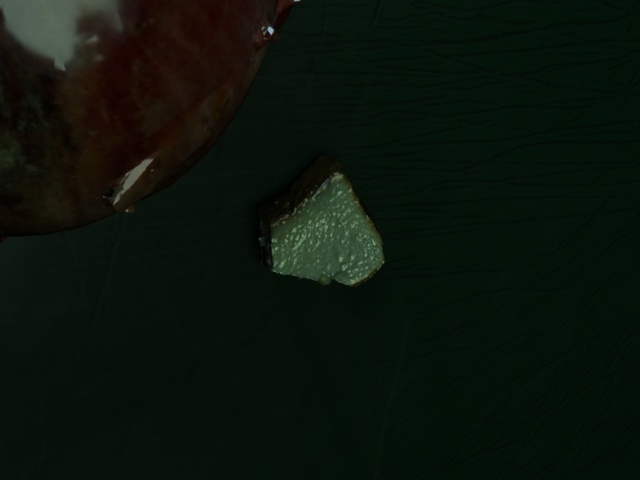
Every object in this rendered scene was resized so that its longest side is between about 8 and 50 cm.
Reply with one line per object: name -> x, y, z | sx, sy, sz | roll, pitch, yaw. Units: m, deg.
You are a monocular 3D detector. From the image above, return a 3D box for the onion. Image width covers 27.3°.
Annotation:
onion -> -0.173, -0.171, 0.710 | 0.354, 0.354, 0.353 | -9, 113, -23

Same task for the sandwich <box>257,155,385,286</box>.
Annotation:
sandwich -> 0.000, 0.000, 1.012 | 0.093, 0.036, 0.105 | -42, 123, -8
